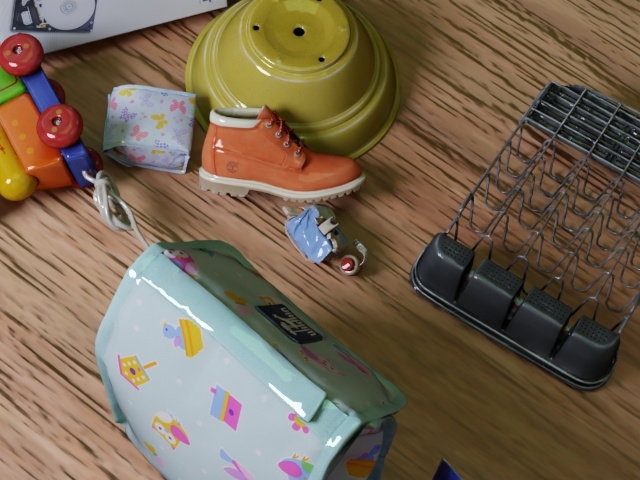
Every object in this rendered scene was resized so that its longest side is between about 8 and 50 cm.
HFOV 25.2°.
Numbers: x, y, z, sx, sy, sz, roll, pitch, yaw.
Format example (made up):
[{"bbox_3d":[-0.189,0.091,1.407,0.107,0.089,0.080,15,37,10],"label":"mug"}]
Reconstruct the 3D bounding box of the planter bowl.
[{"bbox_3d":[-0.023,-0.181,1.395,0.217,0.090,0.217,2,63,-4],"label":"planter bowl"}]

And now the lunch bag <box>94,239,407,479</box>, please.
[{"bbox_3d":[-0.056,0.124,1.133,0.223,0.262,0.160,41,66,17],"label":"lunch bag"}]

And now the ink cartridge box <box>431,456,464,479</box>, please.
[{"bbox_3d":[0.178,0.327,1.101,0.065,0.165,0.333,-38,71,-20],"label":"ink cartridge box"}]

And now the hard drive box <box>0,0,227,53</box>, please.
[{"bbox_3d":[-0.218,-0.292,1.377,0.232,0.181,0.089,-18,47,-13],"label":"hard drive box"}]

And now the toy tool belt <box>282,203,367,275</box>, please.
[{"bbox_3d":[0.000,0.000,1.319,0.052,0.051,0.083,-47,69,15],"label":"toy tool belt"}]

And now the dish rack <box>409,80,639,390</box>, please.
[{"bbox_3d":[0.236,-0.019,1.345,0.208,0.074,0.271,31,62,10],"label":"dish rack"}]

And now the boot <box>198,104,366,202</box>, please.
[{"bbox_3d":[-0.033,-0.083,1.338,0.158,0.084,0.059,5,21,-3],"label":"boot"}]

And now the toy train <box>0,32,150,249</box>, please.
[{"bbox_3d":[-0.272,-0.059,1.308,0.143,0.105,0.248,-28,68,-7],"label":"toy train"}]

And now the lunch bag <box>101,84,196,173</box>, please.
[{"bbox_3d":[-0.164,-0.107,1.365,0.083,0.053,0.071,8,63,-12],"label":"lunch bag"}]
